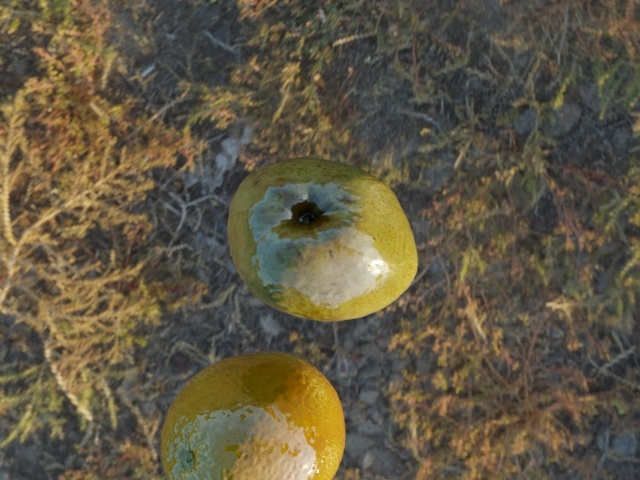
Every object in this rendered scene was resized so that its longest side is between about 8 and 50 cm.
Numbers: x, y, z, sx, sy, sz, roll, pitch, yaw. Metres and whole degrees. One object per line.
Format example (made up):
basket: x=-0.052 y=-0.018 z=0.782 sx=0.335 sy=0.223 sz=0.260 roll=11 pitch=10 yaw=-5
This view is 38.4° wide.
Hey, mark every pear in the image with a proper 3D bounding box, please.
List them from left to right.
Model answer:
pear: x=0.000 y=0.000 z=1.088 sx=0.229 sy=0.211 sz=0.188 roll=10 pitch=83 yaw=15

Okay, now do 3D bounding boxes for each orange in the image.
orange: x=-0.081 y=0.246 z=1.147 sx=0.236 sy=0.236 sz=0.236 roll=4 pitch=116 yaw=8
